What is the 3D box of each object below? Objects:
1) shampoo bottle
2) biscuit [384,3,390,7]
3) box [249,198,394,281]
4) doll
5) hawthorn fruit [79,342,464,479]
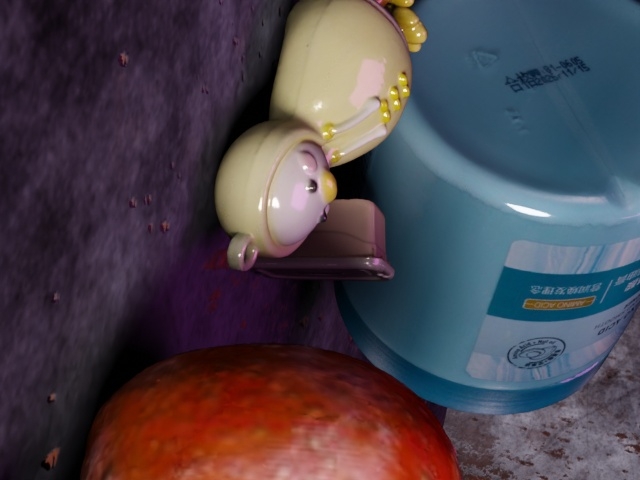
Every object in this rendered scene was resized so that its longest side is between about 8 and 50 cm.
[{"bbox_3d":[0.193,-0.048,1.130,0.342,0.331,0.331,99,11,-52],"label":"shampoo bottle"},{"bbox_3d":[0.048,-0.225,1.105,0.208,0.041,0.290,87,20,-44],"label":"biscuit"},{"bbox_3d":[0.000,0.000,0.966,0.089,0.122,0.062,37,54,-74],"label":"box"},{"bbox_3d":[0.002,-0.094,0.880,0.141,0.117,0.296,76,29,-55],"label":"doll"},{"bbox_3d":[-0.035,0.198,0.728,0.284,0.284,0.284,13,90,-76],"label":"hawthorn fruit"}]
